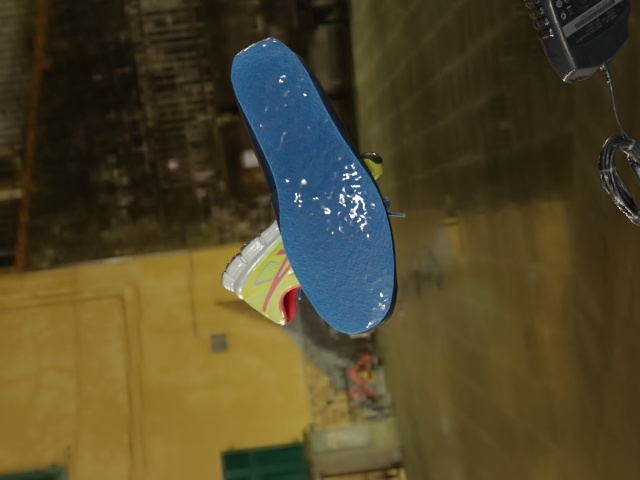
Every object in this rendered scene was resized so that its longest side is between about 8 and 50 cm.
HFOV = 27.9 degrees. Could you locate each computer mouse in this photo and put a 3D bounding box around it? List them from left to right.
[{"bbox_3d":[0.203,-0.114,0.940,0.041,0.071,0.242,15,133,60],"label":"computer mouse"}]

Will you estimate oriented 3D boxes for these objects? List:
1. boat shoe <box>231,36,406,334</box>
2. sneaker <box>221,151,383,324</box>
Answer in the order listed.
[{"bbox_3d":[0.008,-0.047,1.076,0.089,0.109,0.258,37,-143,-78],"label":"boat shoe"},{"bbox_3d":[0.000,0.000,1.268,0.094,0.208,0.081,47,-157,12],"label":"sneaker"}]
